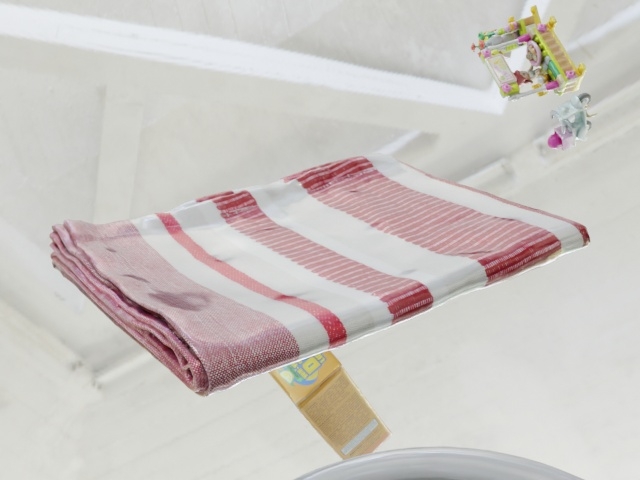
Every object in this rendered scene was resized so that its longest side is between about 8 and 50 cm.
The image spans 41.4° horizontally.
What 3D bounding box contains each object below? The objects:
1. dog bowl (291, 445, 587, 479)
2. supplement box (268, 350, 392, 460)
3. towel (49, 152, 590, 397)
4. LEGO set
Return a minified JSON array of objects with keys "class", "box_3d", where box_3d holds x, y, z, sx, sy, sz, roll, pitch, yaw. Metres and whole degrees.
[{"class":"dog bowl","box_3d":[0.049,0.246,0.350,0.349,0.348,0.102,-19,-41,7]},{"class":"supplement box","box_3d":[0.015,0.204,1.063,0.080,0.078,0.233,-42,-36,-6]},{"class":"towel","box_3d":[0.000,0.000,0.614,0.329,0.237,0.037,-17,-63,-33]},{"class":"LEGO set","box_3d":[0.255,-0.240,1.148,0.107,0.287,0.132,-19,-48,-7]}]
